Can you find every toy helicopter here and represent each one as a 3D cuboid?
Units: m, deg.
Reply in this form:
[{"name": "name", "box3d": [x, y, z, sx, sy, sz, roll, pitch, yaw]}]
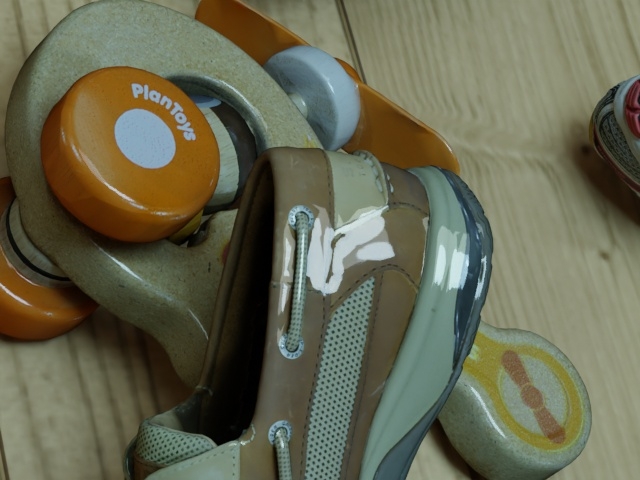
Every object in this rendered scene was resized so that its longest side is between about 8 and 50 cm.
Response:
[{"name": "toy helicopter", "box3d": [0.000, 0.000, 0.981, 0.355, 0.140, 0.235, 36, 47, -13]}]

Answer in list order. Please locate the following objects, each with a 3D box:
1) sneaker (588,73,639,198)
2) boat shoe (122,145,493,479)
[{"name": "sneaker", "box3d": [0.249, -0.022, 1.093, 0.225, 0.093, 0.088, 43, 74, -16]}, {"name": "boat shoe", "box3d": [-0.032, 0.110, 0.834, 0.120, 0.122, 0.324, 19, 86, -23]}]
